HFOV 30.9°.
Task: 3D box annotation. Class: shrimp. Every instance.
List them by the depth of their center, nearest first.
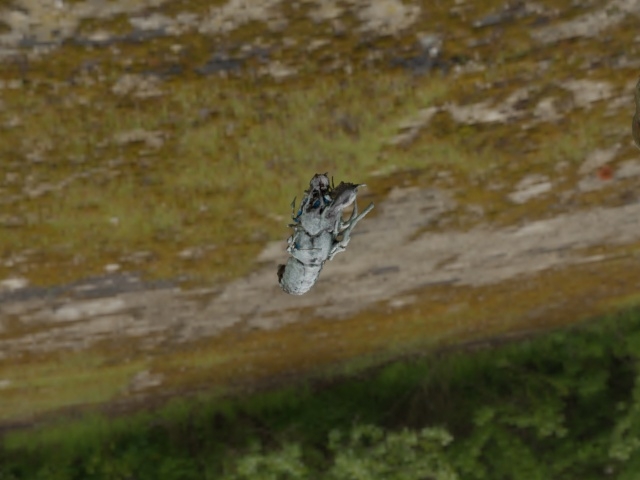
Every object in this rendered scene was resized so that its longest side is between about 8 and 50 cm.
[{"bbox_3d":[0.000,0.004,1.201,0.082,0.076,0.174,9,135,-14],"label":"shrimp"}]

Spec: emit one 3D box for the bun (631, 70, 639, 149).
[{"bbox_3d":[0.564,-0.185,1.688,0.204,0.282,0.281,4,164,-19],"label":"bun"}]
